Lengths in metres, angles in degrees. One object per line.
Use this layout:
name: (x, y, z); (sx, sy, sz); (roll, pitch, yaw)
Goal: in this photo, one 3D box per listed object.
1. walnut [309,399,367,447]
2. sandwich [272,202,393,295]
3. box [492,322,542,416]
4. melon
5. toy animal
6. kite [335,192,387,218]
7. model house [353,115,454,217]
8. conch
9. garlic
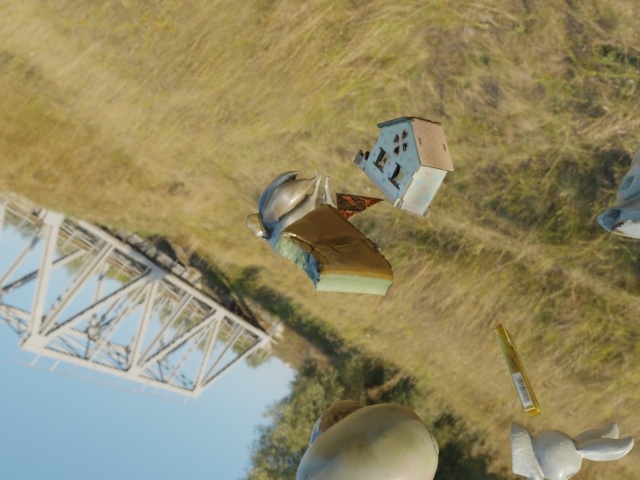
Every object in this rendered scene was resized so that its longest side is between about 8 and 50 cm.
walnut: (0.092, 0.555, 1.486); (0.248, 0.248, 0.248); (36, 170, 7)
sandwich: (0.000, 0.000, 1.026); (0.212, 0.063, 0.245); (8, -150, -42)
box: (0.354, 0.232, 0.995); (0.089, 0.022, 0.156); (42, -149, -53)
melon: (0.094, 0.477, 1.153); (0.223, 0.317, 0.223); (55, -179, -2)
toy animal: (0.489, 0.424, 1.084); (0.220, 0.131, 0.104); (-3, 168, 16)
kite: (0.090, -0.117, 1.701); (0.125, 0.222, 0.008); (36, 137, 29)
model house: (0.264, -0.253, 1.647); (0.169, 0.244, 0.326); (6, -149, -28)
conch: (0.547, -0.107, 0.811); (0.148, 0.275, 0.183); (24, -156, -2)
garlic: (-0.063, -0.066, 1.547); (0.210, 0.238, 0.292); (-1, 164, -44)
